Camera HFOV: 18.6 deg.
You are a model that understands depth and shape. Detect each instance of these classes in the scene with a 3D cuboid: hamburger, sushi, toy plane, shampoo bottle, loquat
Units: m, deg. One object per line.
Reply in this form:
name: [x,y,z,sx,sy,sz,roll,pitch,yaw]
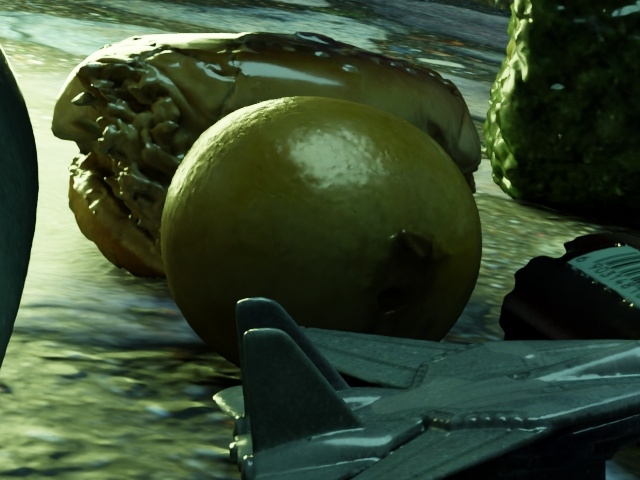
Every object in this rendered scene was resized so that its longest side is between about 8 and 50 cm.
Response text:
hamburger: [-0.039,-0.050,1.124,0.243,0.146,0.286,13,12,43]
sushi: [0.232,-0.177,1.571,0.178,0.294,0.352,7,14,2]
toy plane: [0.095,0.071,0.753,0.267,0.088,0.212,1,14,-7]
shampoo bottle: [0.207,0.079,0.868,0.129,0.084,0.323,1,16,-25]
loquat: [0.000,0.000,0.914,0.163,0.137,0.163,-4,18,1]

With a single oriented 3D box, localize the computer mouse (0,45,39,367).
computer mouse: [-0.143,-0.020,0.510,0.167,0.379,0.090,34,-46,-30]
